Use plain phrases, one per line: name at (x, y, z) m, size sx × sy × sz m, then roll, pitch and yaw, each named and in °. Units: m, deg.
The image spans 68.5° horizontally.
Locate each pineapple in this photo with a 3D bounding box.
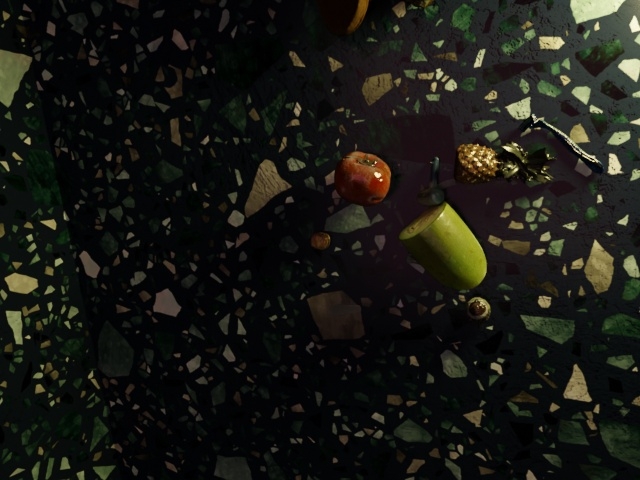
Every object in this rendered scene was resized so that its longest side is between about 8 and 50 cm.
pineapple at (0.674, -0.281, 1.710) m, size 0.365 × 0.165 × 0.165 m, roll 0°, pitch 101°, yaw 10°

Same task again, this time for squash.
squash at (0.495, 0.037, 1.814) m, size 0.234 × 0.210 × 0.309 m, roll -42°, pitch 101°, yaw 2°

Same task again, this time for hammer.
hammer at (0.436, -0.230, 1.829) m, size 0.070 × 0.116 × 0.193 m, roll 8°, pitch 86°, yaw -21°

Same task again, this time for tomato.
tomato at (0.162, -0.239, 1.853) m, size 0.232 × 0.232 × 0.188 m, roll 28°, pitch 126°, yaw 12°

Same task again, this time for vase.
vase at (0.423, 0.081, 1.900) m, size 0.149 × 0.081 × 0.081 m, roll 18°, pitch 106°, yaw 20°

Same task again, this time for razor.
razor at (0.870, -0.346, 1.670) m, size 0.324 × 0.093 × 0.056 m, roll 36°, pitch 75°, yaw 6°

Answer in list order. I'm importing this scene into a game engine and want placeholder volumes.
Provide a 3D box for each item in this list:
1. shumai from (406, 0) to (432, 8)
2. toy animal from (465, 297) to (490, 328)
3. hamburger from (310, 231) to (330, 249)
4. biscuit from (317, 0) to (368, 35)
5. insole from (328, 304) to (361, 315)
shumai at (0.349, -0.949, 1.611) m, size 0.309 × 0.304 × 0.263 m, roll 26°, pitch 119°, yaw 15°
toy animal at (0.625, 0.296, 1.859) m, size 0.098 × 0.098 × 0.137 m, roll -7°, pitch 99°, yaw 20°
hamburger at (0.000, 0.000, 2.045) m, size 0.083 × 0.044 × 0.076 m, roll 19°, pitch 108°, yaw 17°
biscuit at (0.085, -0.956, 1.701) m, size 0.350 × 0.070 × 0.394 m, roll -15°, pitch 86°, yaw 64°
insole at (0.108, 0.309, 2.092) m, size 0.153 × 0.002 × 0.053 m, roll -5°, pitch 99°, yaw 20°
